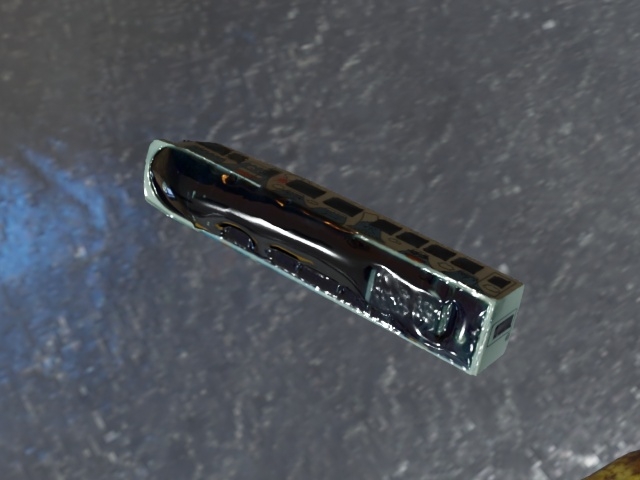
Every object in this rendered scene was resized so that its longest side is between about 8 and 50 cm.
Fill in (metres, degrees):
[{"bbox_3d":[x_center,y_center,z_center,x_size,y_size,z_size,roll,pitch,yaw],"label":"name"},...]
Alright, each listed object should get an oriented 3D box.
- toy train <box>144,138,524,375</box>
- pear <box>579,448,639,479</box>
[{"bbox_3d":[0.000,0.000,0.792,0.207,0.047,0.043,26,120,24],"label":"toy train"},{"bbox_3d":[0.171,0.209,0.834,0.197,0.197,0.197,12,112,32],"label":"pear"}]
